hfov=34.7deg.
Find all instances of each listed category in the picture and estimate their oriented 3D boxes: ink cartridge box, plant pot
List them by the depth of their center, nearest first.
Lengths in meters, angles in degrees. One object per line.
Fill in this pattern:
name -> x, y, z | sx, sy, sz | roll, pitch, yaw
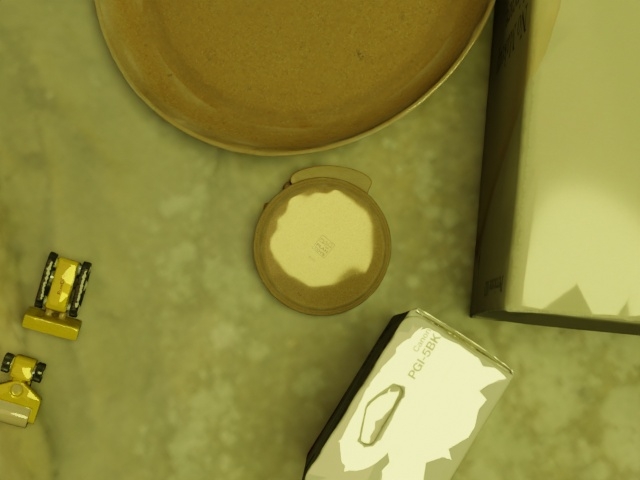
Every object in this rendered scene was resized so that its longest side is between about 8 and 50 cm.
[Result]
ink cartridge box -> 0.039, 0.090, 0.510 | 0.056, 0.135, 0.099 | 32, 86, 3
plant pot -> -0.013, -0.160, 0.567 | 0.236, 0.032, 0.236 | -2, 83, 15

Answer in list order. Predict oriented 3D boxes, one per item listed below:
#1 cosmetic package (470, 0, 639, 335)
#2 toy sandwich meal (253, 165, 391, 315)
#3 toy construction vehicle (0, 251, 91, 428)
cosmetic package -> 0.149, -0.109, 0.517 | 0.113, 0.160, 0.309 | 6, 84, 3
toy sandwich meal -> 0.000, 0.000, 0.575 | 0.085, 0.029, 0.085 | 0, 93, -6
toy construction vehicle -> -0.179, 0.050, 0.574 | 0.086, 0.035, 0.098 | 14, 87, -8
